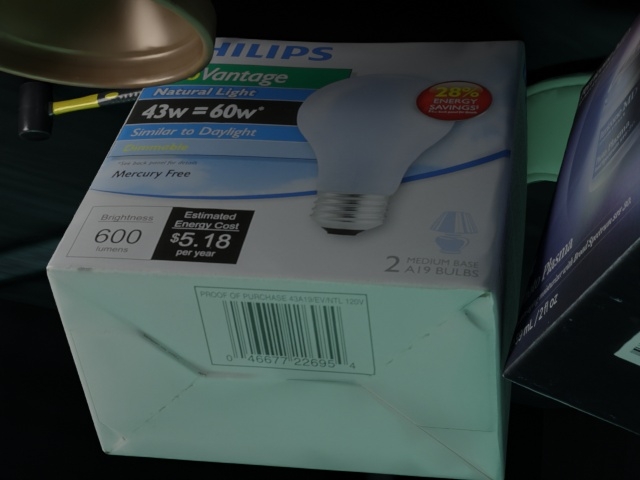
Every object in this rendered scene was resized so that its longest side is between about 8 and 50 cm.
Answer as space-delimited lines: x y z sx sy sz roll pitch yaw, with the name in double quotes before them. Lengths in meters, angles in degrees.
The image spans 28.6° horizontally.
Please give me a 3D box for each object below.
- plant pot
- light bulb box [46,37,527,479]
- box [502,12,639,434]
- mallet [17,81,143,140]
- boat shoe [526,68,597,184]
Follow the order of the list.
"plant pot" -0.193 -0.208 0.971 0.237 0.110 0.237 6 167 1
"light bulb box" 0.000 0.000 1.125 0.357 0.361 0.225 2 129 11
"box" 0.287 -0.044 0.894 0.182 0.294 0.296 23 150 -2
"mallet" -0.247 -0.161 1.368 0.189 0.062 0.039 -15 162 17
"boat shoe" 0.237 -0.114 1.301 0.099 0.116 0.319 -39 -170 -38
